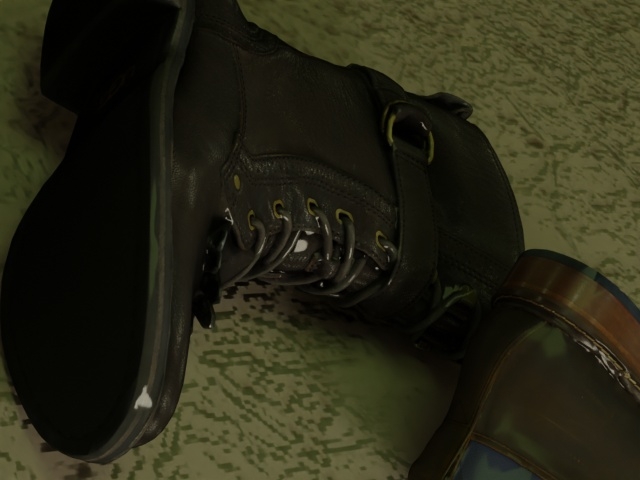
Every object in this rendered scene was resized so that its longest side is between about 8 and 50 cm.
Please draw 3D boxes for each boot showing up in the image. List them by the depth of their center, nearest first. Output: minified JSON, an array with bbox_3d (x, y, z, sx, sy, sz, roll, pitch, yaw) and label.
[{"bbox_3d":[0.000,0.000,0.713,0.229,0.091,0.263,29,44,-31],"label":"boot"},{"bbox_3d":[0.123,0.114,0.737,0.219,0.082,0.106,46,66,-21],"label":"boot"}]
